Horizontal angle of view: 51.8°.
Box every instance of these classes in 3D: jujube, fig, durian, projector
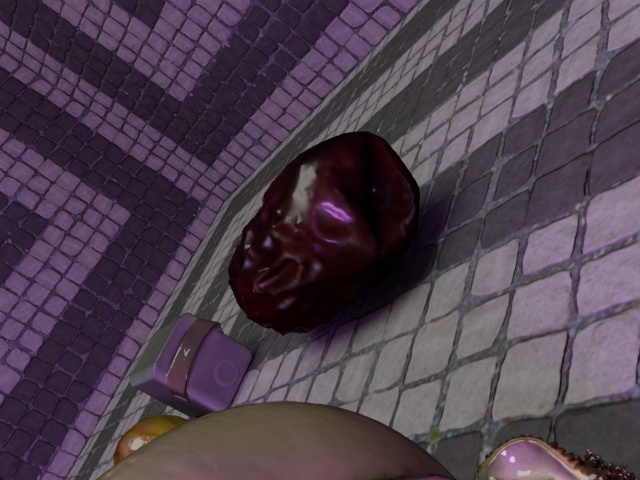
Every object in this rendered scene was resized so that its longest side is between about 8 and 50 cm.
[{"bbox_3d":[0.000,0.000,1.026,0.376,0.258,0.258,-57,10,44],"label":"jujube"},{"bbox_3d":[-0.250,0.384,1.192,0.257,0.159,0.159,-20,33,31],"label":"fig"},{"bbox_3d":[0.173,0.179,0.431,0.140,0.071,0.110,-30,65,50],"label":"durian"},{"bbox_3d":[-0.270,0.264,1.374,0.242,0.177,0.163,-34,28,56],"label":"projector"}]

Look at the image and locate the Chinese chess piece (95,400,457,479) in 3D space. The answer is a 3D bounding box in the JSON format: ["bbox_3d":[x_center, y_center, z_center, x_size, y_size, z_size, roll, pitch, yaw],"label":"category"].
[{"bbox_3d":[-0.027,0.265,0.377,0.140,0.338,0.338,9,63,49],"label":"Chinese chess piece"}]
